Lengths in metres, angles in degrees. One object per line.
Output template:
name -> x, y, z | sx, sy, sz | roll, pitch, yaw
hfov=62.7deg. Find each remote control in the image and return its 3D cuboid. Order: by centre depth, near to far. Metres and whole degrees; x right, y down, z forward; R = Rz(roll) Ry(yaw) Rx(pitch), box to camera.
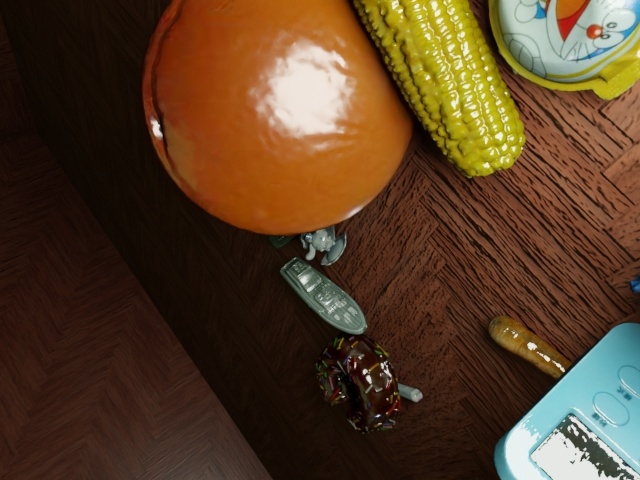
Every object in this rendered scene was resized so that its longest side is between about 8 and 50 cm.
remote control -> -0.068, -0.039, 1.156 | 0.072, 0.042, 0.222 | 57, 150, 3

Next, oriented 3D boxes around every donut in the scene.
donut -> 0.076, 0.313, 1.163 | 0.230, 0.096, 0.216 | 47, 139, 38

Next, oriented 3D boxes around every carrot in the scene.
carrot -> 0.322, 0.169, 0.741 | 0.191, 0.047, 0.047 | 36, 143, 34

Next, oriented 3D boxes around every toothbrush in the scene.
toothbrush -> 0.113, 0.325, 1.227 | 0.342, 0.025, 0.030 | -4, 111, 58

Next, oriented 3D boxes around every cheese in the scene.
cheese -> 0.212, -0.253, 0.496 | 0.270, 0.069, 0.177 | 56, 151, 6

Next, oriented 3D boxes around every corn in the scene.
corn -> 0.121, -0.239, 0.603 | 0.363, 0.120, 0.120 | 61, 151, -5

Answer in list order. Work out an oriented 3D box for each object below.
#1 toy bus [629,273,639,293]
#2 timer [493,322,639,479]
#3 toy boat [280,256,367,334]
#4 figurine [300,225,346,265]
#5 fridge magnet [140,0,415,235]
toy bus -> 0.397, -0.006, 0.367 | 0.175, 0.138, 0.287 | 49, 150, 17
timer -> 0.344, 0.238, 0.559 | 0.232, 0.250, 0.091 | 44, 149, 24
toy boat -> 0.006, 0.120, 1.149 | 0.260, 0.078, 0.085 | 39, 160, 36
figurine -> 0.000, 0.000, 1.044 | 0.086, 0.094, 0.082 | 35, -165, -15
fridge magnet -> -0.049, -0.186, 0.698 | 0.155, 0.364, 0.363 | -134, 21, -75
